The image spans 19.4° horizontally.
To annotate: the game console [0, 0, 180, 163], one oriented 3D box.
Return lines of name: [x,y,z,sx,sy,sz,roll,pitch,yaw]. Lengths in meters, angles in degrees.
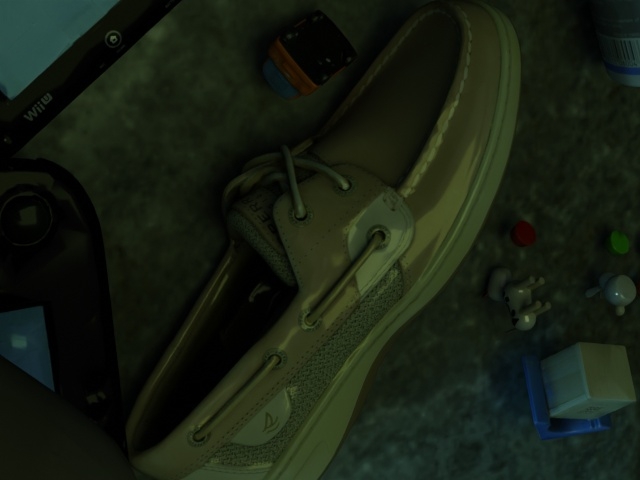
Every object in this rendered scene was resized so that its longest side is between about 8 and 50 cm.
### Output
game console: [-0.056,-0.168,0.864,0.361,0.044,0.213,-43,107,-5]

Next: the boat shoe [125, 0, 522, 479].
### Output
boat shoe: [0.000,0.000,0.969,0.098,0.109,0.302,28,94,-34]

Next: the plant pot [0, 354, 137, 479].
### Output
plant pot: [-0.235,0.128,0.741,0.280,0.323,0.323,24,90,-37]

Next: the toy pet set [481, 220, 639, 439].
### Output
toy pet set: [0.150,0.056,1.112,0.122,0.065,0.114,7,65,-35]

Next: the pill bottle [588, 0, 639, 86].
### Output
pill bottle: [0.183,-0.163,1.048,0.078,0.078,0.137,-28,116,-22]

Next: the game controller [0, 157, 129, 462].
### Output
game controller: [-0.177,0.119,0.917,0.166,0.067,0.319,-14,109,-27]

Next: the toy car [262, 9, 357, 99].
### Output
toy car: [-0.038,-0.116,0.966,0.122,0.060,0.040,39,126,-16]
